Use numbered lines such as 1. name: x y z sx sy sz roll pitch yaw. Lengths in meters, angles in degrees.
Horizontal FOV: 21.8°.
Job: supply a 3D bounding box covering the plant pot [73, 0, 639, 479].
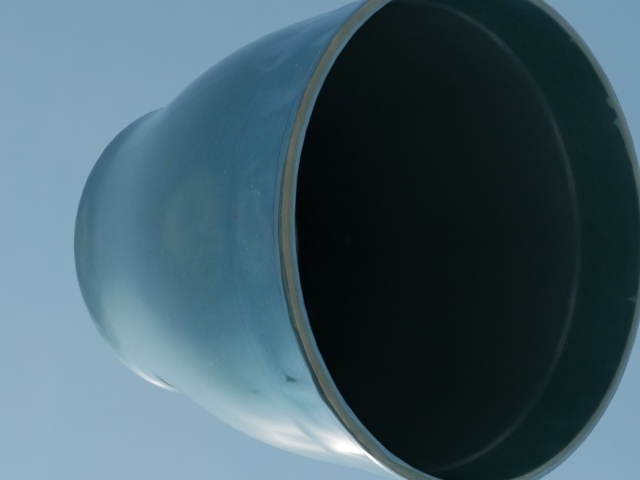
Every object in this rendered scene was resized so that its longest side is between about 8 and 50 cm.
1. plant pot: 0.000 0.000 0.945 0.255 0.272 0.271 -3 -94 48
